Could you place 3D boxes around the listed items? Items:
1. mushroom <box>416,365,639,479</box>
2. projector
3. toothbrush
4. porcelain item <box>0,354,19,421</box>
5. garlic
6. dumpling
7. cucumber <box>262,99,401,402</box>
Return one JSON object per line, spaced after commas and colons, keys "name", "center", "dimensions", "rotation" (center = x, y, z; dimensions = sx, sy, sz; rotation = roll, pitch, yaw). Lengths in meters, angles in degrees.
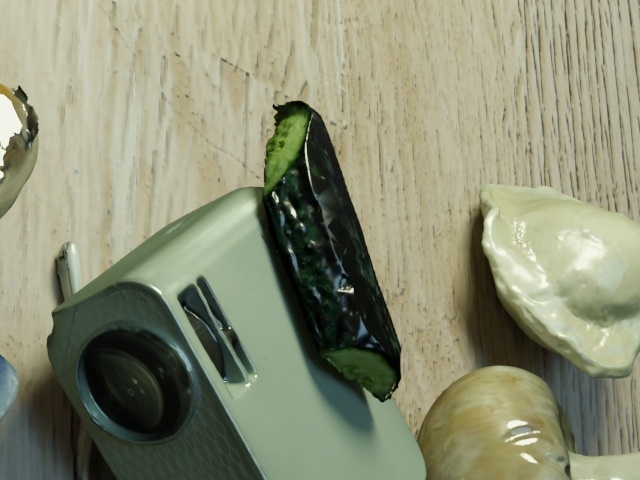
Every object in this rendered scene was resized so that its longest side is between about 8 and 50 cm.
{"name": "mushroom", "center": [0.183, 0.200, 1.258], "dimensions": [0.243, 0.243, 0.243], "rotation": [26, 53, -40]}
{"name": "projector", "center": [-0.051, 0.112, 1.124], "dimensions": [0.250, 0.108, 0.198], "rotation": [61, 26, -8]}
{"name": "toothbrush", "center": [-0.152, 0.097, 1.105], "dimensions": [0.022, 0.017, 0.204], "rotation": [3, 69, -37]}
{"name": "porcelain item", "center": [-0.271, 0.011, 0.924], "dimensions": [0.259, 0.141, 0.141], "rotation": [53, 39, -28]}
{"name": "garlic", "center": [-0.222, -0.041, 1.066], "dimensions": [0.084, 0.066, 0.152], "rotation": [19, 49, -10]}
{"name": "dumpling", "center": [0.208, 0.012, 1.496], "dimensions": [0.179, 0.131, 0.252], "rotation": [31, 34, -7]}
{"name": "cucumber", "center": [0.000, 0.000, 1.145], "dimensions": [0.070, 0.046, 0.220], "rotation": [1, 64, -56]}
